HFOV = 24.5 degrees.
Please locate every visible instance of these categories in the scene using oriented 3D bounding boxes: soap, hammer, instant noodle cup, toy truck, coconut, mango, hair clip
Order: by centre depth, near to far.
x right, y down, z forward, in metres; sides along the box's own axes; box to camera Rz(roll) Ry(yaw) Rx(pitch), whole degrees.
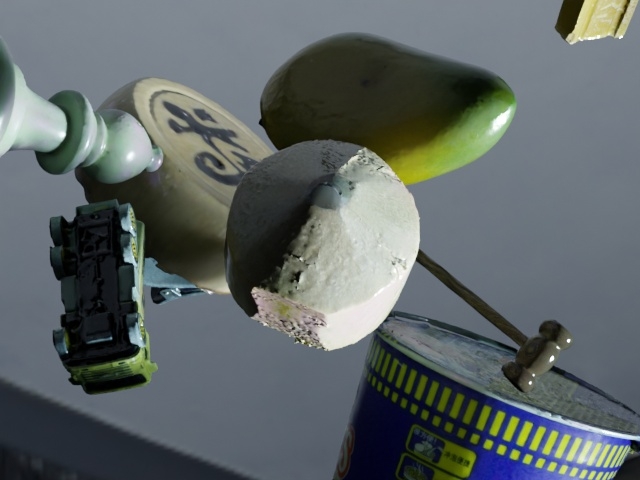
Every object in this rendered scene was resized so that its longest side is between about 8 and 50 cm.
[{"bbox_3d":[0.000,0.000,1.107,0.147,0.147,0.152,-6,158,-9],"label":"coconut"},{"bbox_3d":[0.089,0.022,1.210,0.058,0.292,0.029,-46,141,-4],"label":"hammer"},{"bbox_3d":[0.047,-0.105,1.233,0.137,0.237,0.091,-56,134,-12],"label":"mango"},{"bbox_3d":[-0.180,0.051,1.253,0.077,0.169,0.100,-12,146,2],"label":"toy truck"},{"bbox_3d":[0.116,0.256,1.342,0.284,0.284,0.312,18,98,-28],"label":"instant noodle cup"},{"bbox_3d":[0.340,-0.334,1.640,0.092,0.037,0.252,-10,136,-32],"label":"soap"},{"bbox_3d":[-0.085,0.030,1.779,0.275,0.048,0.083,-8,149,10],"label":"hair clip"}]

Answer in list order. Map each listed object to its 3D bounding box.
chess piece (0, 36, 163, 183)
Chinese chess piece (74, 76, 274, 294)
[{"bbox_3d":[-0.247,-0.102,1.331,0.139,0.139,0.272,-44,146,25],"label":"chess piece"},{"bbox_3d":[-0.135,-0.060,1.567,0.257,0.257,0.104,27,116,-33],"label":"Chinese chess piece"}]
